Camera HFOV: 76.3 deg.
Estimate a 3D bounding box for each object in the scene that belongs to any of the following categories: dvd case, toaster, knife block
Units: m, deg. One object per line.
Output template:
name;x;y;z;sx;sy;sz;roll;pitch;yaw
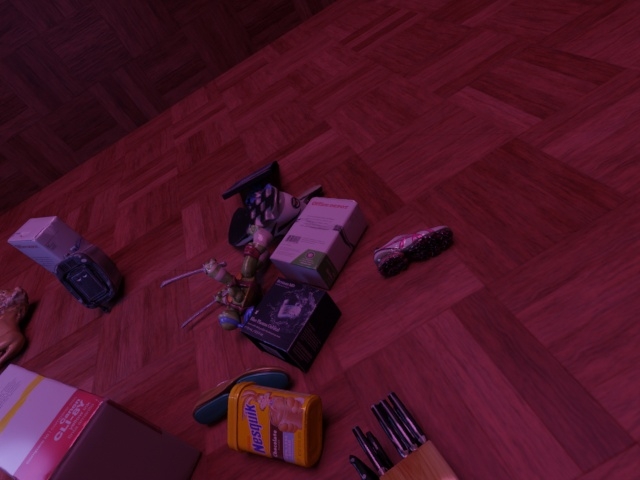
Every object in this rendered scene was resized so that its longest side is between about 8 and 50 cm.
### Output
dvd case;-0.234;-0.212;1.399;0.180;0.022;0.253;-27;15;7
toaster;-0.758;0.120;1.361;0.129;0.227;0.146;-33;22;-1
knife block;0.170;0.354;0.587;0.275;0.088;0.242;-5;48;30

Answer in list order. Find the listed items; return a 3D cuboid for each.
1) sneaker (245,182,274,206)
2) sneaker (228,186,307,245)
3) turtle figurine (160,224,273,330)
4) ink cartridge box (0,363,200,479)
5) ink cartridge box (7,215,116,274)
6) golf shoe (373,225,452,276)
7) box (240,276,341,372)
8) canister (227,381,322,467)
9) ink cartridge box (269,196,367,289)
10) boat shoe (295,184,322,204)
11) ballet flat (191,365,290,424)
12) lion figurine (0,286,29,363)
sneaker;-0.178;-0.129;1.314;0.087;0.083;0.221;-55;28;-9
sneaker;-0.161;-0.047;1.208;0.330;0.146;0.123;-19;63;49
turtle figurine;-0.246;0.087;1.050;0.274;0.198;0.267;1;47;30
ink cartridge box;-0.484;0.405;0.818;0.384;0.279;0.161;-1;49;33
ink cartridge box;-0.929;0.046;1.475;0.201;0.278;0.117;-2;49;32
golf shoe;0.206;0.007;0.930;0.185;0.068;0.086;-25;39;10
box;-0.066;0.182;0.914;0.155;0.093;0.158;11;55;40
canister;-0.084;0.337;0.755;0.169;0.073;0.126;-2;85;28
ink cartridge box;0.000;0.000;1.052;0.160;0.093;0.220;11;56;40
boat shoe;-0.048;-0.125;1.253;0.133;0.042;0.049;-35;19;-2
ballet flat;-0.171;0.311;0.870;0.232;0.080;0.073;-26;21;6
lion figurine;-1.135;0.338;1.456;0.240;0.142;0.392;-39;54;-19
